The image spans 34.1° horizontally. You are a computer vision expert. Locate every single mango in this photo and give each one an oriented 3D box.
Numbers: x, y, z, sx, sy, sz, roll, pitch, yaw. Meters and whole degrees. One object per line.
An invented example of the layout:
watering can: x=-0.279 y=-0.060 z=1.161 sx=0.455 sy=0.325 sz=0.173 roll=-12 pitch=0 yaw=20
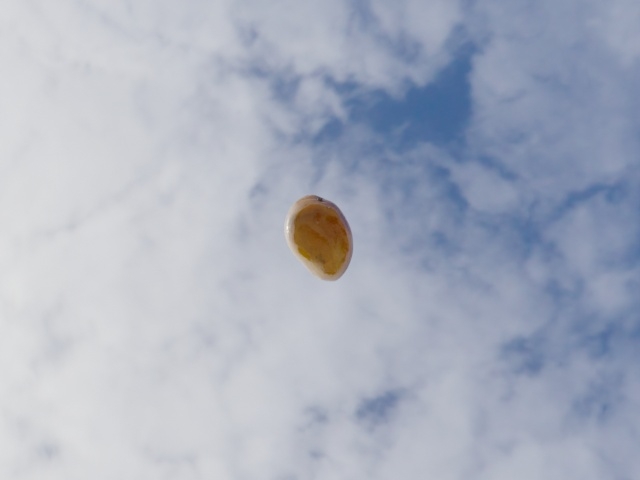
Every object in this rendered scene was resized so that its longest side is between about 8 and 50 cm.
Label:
mango: x=0.000 y=0.000 z=0.960 sx=0.060 sy=0.046 sz=0.089 roll=-18 pitch=-61 yaw=-1
